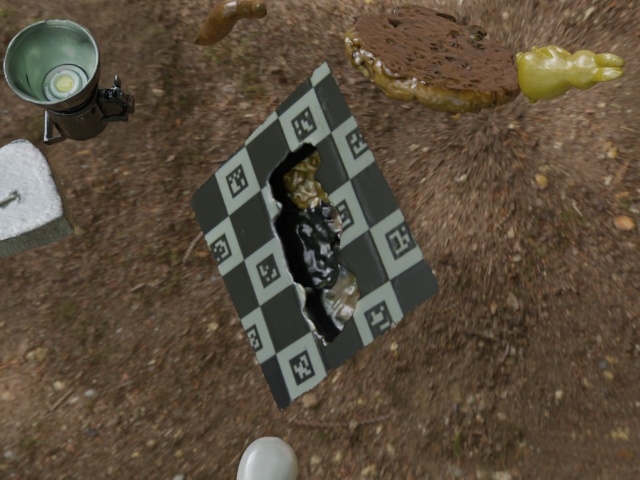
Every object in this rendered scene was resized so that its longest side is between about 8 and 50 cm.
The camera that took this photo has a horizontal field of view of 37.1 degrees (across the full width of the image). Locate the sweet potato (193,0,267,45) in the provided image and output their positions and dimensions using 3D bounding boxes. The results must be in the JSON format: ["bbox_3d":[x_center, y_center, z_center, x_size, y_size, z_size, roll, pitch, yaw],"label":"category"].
[{"bbox_3d":[-0.114,-0.274,1.173,0.044,0.179,0.044,4,82,-32],"label":"sweet potato"}]

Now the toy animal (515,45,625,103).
[{"bbox_3d":[0.361,-0.236,1.351,0.159,0.070,0.083,5,114,42],"label":"toy animal"}]

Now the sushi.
[{"bbox_3d":[0.000,0.000,0.773,0.192,0.051,0.215,-41,61,33],"label":"sushi"}]

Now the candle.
[{"bbox_3d":[-0.464,-0.055,1.486,0.169,0.068,0.192,21,68,13],"label":"candle"}]

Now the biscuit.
[{"bbox_3d":[0.178,-0.287,1.539,0.290,0.334,0.081,15,122,1],"label":"biscuit"}]

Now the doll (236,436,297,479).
[{"bbox_3d":[-0.141,0.452,1.144,0.187,0.365,0.375,6,94,0],"label":"doll"}]

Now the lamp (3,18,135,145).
[{"bbox_3d":[-0.396,-0.238,1.545,0.172,0.227,0.147,-5,72,0],"label":"lamp"}]
